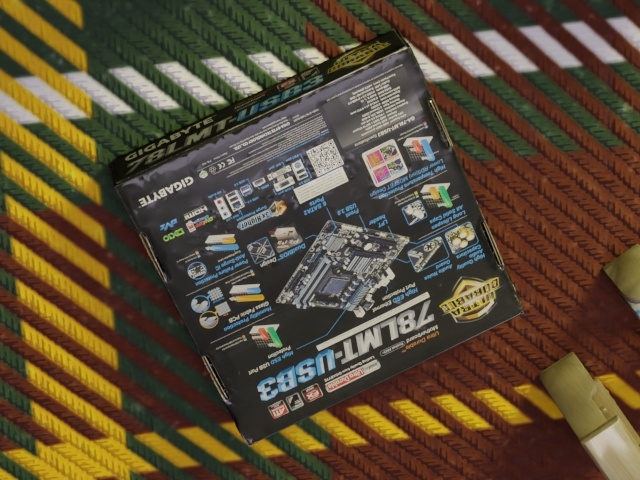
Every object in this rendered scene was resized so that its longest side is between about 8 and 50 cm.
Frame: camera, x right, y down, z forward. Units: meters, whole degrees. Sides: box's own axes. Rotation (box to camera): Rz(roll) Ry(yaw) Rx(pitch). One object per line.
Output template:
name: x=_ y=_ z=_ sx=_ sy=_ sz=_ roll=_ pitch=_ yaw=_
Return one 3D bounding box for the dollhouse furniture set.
dollhouse furniture set: x=0.351 y=0.128 z=1.835 sx=0.242 sy=0.161 sz=0.212 roll=-35 pitch=113 yaw=4

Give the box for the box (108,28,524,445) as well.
box: x=0.000 y=0.000 z=1.769 sx=0.295 sy=0.073 sz=0.293 roll=-26 pitch=114 yaw=0
